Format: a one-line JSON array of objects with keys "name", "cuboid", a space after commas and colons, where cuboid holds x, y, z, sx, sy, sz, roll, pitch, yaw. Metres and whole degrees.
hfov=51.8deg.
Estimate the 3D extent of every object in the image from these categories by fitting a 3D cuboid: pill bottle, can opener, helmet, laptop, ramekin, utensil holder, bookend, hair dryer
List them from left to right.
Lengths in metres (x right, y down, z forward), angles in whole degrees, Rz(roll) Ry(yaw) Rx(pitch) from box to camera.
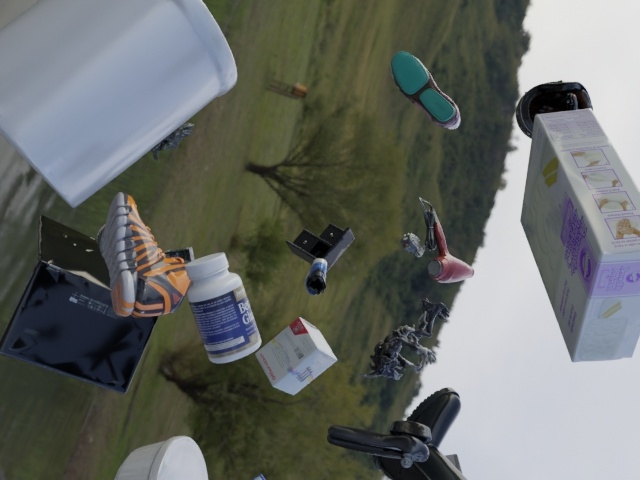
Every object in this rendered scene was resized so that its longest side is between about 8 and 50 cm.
[{"name": "laptop", "cuboid": [-0.696, 0.182, 1.926, 0.236, 0.382, 0.407, -1, -116, 52]}, {"name": "utensil holder", "cuboid": [-0.403, -0.295, 1.194, 0.385, 0.327, 0.327, -43, 178, -13]}, {"name": "ramekin", "cuboid": [-0.368, 0.592, 1.508, 0.273, 0.127, 0.272, -8, 90, -76]}, {"name": "pill bottle", "cuboid": [-0.167, 0.110, 1.102, 0.094, 0.094, 0.169, -100, 173, -80]}, {"name": "bookend", "cuboid": [0.000, 0.000, 2.174, 0.157, 0.156, 0.072, -49, 147, -15]}, {"name": "can opener", "cuboid": [0.103, 0.361, 1.177, 0.073, 0.186, 0.059, -78, 169, -56]}, {"name": "hair dryer", "cuboid": [0.372, 0.022, 1.981, 0.080, 0.293, 0.223, -18, -148, 45]}, {"name": "helmet", "cuboid": [0.586, -0.324, 1.676, 0.162, 0.169, 0.169, -7, -121, 47]}]

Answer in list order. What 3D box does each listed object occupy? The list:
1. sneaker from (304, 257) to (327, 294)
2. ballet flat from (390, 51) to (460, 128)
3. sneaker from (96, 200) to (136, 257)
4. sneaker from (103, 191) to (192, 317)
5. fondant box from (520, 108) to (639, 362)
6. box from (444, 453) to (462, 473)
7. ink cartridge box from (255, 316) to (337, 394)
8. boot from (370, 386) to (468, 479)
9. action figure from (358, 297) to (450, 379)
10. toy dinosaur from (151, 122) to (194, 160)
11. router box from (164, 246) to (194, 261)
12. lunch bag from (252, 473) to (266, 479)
[{"name": "sneaker", "cuboid": [-0.017, 0.128, 1.886, 0.152, 0.058, 0.084, 110, -7, -48]}, {"name": "ballet flat", "cuboid": [0.230, -0.322, 1.457, 0.077, 0.221, 0.079, -39, 157, 6]}, {"name": "sneaker", "cuboid": [-0.560, -0.012, 1.809, 0.225, 0.088, 0.092, 119, -36, -42]}, {"name": "sneaker", "cuboid": [-0.391, 0.037, 1.515, 0.124, 0.180, 0.320, -46, -131, 44]}, {"name": "fondant box", "cuboid": [0.406, -0.015, 1.025, 0.330, 0.096, 0.238, -93, 176, -47]}, {"name": "box", "cuboid": [0.313, 0.694, 1.580, 0.307, 0.077, 0.242, 83, -1, -47]}, {"name": "ink cartridge box", "cuboid": [-0.072, 0.340, 1.924, 0.176, 0.127, 0.128, -39, -127, 7]}, {"name": "boot", "cuboid": [0.248, 0.447, 1.365, 0.247, 0.094, 0.207, -38, -143, -10]}, {"name": "action figure", "cuboid": [0.231, 0.279, 1.710, 0.275, 0.141, 0.164, -46, 176, -14]}, {"name": "toy dinosaur", "cuboid": [-0.435, -0.310, 1.539, 0.322, 0.218, 0.164, -41, -139, 2]}, {"name": "router box", "cuboid": [-0.484, 0.088, 2.297, 0.038, 0.092, 0.122, -62, 144, -75]}, {"name": "lunch bag", "cuboid": [-0.163, 0.731, 1.781, 0.129, 0.151, 0.096, -39, 175, -17]}]
